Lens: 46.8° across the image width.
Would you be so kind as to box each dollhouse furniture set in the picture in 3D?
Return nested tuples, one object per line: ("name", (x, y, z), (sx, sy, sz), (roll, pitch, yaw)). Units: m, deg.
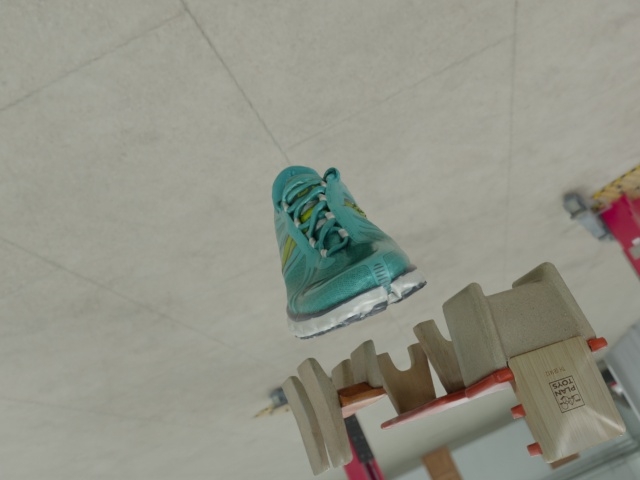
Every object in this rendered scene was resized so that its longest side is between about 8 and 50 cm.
("dollhouse furniture set", (0.129, 0.131, 0.641), (0.262, 0.135, 0.259), (-13, 162, -20))

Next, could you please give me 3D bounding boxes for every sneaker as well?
("sneaker", (0.000, 0.000, 0.599), (0.107, 0.110, 0.275), (-24, -164, -6))
